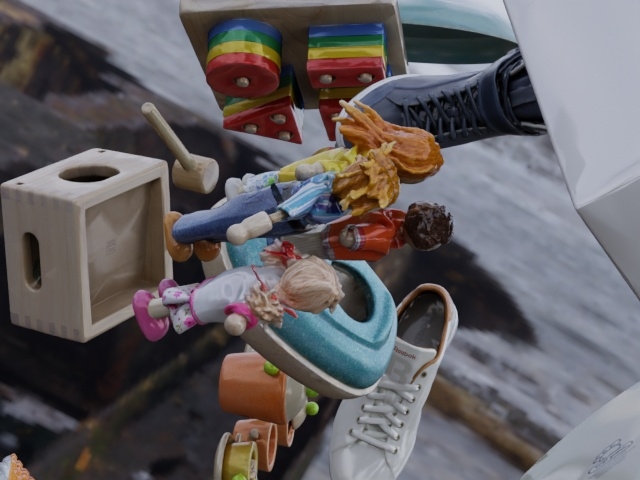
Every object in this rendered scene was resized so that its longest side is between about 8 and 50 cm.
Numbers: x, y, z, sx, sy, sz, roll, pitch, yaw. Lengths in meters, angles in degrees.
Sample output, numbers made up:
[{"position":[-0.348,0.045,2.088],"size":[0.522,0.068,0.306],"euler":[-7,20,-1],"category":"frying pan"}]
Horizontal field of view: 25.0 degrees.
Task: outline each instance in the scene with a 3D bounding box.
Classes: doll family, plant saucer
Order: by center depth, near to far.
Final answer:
[{"position":[-0.008,-0.023,0.944],"size":[0.163,0.118,0.263],"euler":[-12,8,31],"category":"doll family"},{"position":[0.116,-0.277,1.900],"size":[0.317,0.044,0.317],"euler":[5,-2,0],"category":"plant saucer"}]

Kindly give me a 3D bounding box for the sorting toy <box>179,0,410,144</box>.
[{"position":[-0.024,-0.200,1.770],"size":[0.255,0.089,0.257],"euler":[-1,-22,8],"category":"sorting toy"}]

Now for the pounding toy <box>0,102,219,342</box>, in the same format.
[{"position":[-0.183,-0.037,1.268],"size":[0.094,0.181,0.206],"euler":[11,23,29],"category":"pounding toy"}]

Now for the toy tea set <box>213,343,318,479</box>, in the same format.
[{"position":[-0.052,0.226,1.932],"size":[0.124,0.200,0.336],"euler":[4,7,8],"category":"toy tea set"}]

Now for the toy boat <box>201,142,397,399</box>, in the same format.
[{"position":[0.000,0.000,1.577],"size":[0.267,0.148,0.318],"euler":[40,39,-25],"category":"toy boat"}]

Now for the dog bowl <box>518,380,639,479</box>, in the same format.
[{"position":[0.241,0.196,1.058],"size":[0.104,0.265,0.265],"euler":[51,9,-1],"category":"dog bowl"}]

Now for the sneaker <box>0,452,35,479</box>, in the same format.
[{"position":[-0.294,0.275,1.280],"size":[0.099,0.121,0.262],"euler":[50,-25,9],"category":"sneaker"}]

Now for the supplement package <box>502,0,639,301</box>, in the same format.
[{"position":[0.258,-0.097,1.011],"size":[0.177,0.175,0.293],"euler":[49,21,-34],"category":"supplement package"}]

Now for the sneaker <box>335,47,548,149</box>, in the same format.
[{"position":[0.138,-0.128,1.372],"size":[0.226,0.086,0.163],"euler":[-16,7,-18],"category":"sneaker"}]

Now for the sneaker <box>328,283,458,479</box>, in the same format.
[{"position":[0.082,0.180,1.776],"size":[0.106,0.290,0.123],"euler":[20,-15,12],"category":"sneaker"}]
